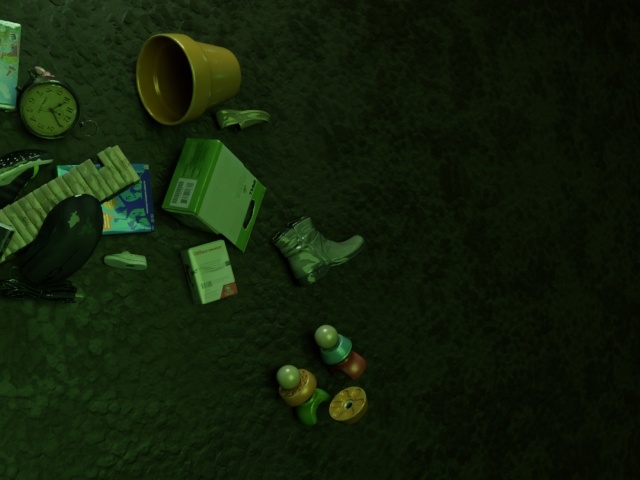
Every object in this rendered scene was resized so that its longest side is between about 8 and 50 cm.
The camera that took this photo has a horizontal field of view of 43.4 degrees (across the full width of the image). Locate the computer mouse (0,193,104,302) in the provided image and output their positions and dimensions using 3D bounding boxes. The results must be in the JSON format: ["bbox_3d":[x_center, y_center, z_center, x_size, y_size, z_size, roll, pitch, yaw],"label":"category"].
[{"bbox_3d":[-0.525,0.031,1.651,0.188,0.072,0.272,13,116,-49],"label":"computer mouse"}]

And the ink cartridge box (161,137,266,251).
[{"bbox_3d":[-0.249,-0.103,1.940,0.255,0.096,0.189,46,57,-58],"label":"ink cartridge box"}]

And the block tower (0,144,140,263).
[{"bbox_3d":[-0.548,-0.078,1.691,0.335,0.091,0.097,-35,95,-15],"label":"block tower"}]

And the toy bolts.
[{"bbox_3d":[0.020,0.325,1.989,0.158,0.218,0.229,56,52,-30],"label":"toy bolts"}]

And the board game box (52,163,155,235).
[{"bbox_3d":[-0.485,-0.089,1.807,0.210,0.047,0.160,-6,88,-31],"label":"board game box"}]

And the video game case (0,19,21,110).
[{"bbox_3d":[-0.746,-0.383,1.690,0.212,0.023,0.194,6,82,-32],"label":"video game case"}]

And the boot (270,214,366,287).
[{"bbox_3d":[0.000,0.000,2.088,0.246,0.083,0.161,-31,95,-32],"label":"boot"}]

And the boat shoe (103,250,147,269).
[{"bbox_3d":[-0.444,0.042,1.830,0.100,0.035,0.035,8,53,-27],"label":"boat shoe"}]

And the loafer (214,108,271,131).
[{"bbox_3d":[-0.195,-0.298,2.012,0.147,0.056,0.050,-2,86,-22],"label":"loafer"}]

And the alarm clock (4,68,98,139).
[{"bbox_3d":[-0.572,-0.280,1.746,0.192,0.064,0.129,29,98,-30],"label":"alarm clock"}]

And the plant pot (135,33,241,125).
[{"bbox_3d":[-0.295,-0.382,1.885,0.187,0.205,0.205,-19,95,-48],"label":"plant pot"}]

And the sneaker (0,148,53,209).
[{"bbox_3d":[-0.668,-0.115,1.693,0.234,0.084,0.097,-31,125,-30],"label":"sneaker"}]

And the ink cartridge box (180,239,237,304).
[{"bbox_3d":[-0.267,0.075,1.920,0.099,0.056,0.135,-16,94,-33],"label":"ink cartridge box"}]

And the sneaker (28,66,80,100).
[{"bbox_3d":[-0.590,-0.330,1.777,0.119,0.047,0.057,36,89,-23],"label":"sneaker"}]

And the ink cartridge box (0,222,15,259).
[{"bbox_3d":[-0.742,0.027,1.573,0.208,0.045,0.206,25,83,-5],"label":"ink cartridge box"}]
